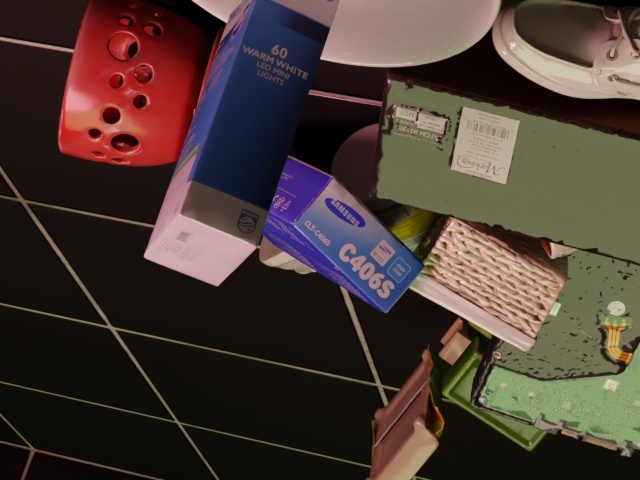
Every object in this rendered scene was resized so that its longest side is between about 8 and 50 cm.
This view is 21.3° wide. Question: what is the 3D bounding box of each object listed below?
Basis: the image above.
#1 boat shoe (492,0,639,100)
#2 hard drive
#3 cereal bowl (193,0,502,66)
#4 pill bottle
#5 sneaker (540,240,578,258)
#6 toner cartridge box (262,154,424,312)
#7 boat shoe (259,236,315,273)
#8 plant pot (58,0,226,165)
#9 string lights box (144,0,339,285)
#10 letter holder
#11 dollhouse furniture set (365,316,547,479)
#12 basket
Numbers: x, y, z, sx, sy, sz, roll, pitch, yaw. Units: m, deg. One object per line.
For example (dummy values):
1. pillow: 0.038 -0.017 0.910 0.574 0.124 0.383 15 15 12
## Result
1. boat shoe: 0.305 -0.187 1.636 0.277 0.098 0.096 12 159 -12
2. hard drive: 0.348 0.105 2.111 0.237 0.064 0.339 18 126 -1
3. cereal bowl: 0.014 -0.300 1.517 0.339 0.141 0.339 15 158 6
4. pill bottle: 0.105 -0.044 2.075 0.117 0.117 0.208 3 154 31
5. sneaker: 0.320 -0.025 1.935 0.290 0.123 0.106 15 172 4
6. toner cartridge box: -0.023 -0.032 2.032 0.165 0.075 0.348 43 174 -27
7. boat shoe: 0.000 0.001 2.326 0.081 0.079 0.227 18 164 -26
8. plant pot: -0.190 -0.169 1.908 0.174 0.191 0.191 16 158 -2
9. string lights box: -0.069 -0.104 1.507 0.077 0.260 0.133 23 158 -12
10. letter holder: 0.231 -0.123 1.796 0.302 0.214 0.152 15 126 11
11. dollhouse furniture set: 0.203 0.238 2.375 0.151 0.197 0.301 31 119 -9
12. basket: 0.197 0.032 1.980 0.167 0.103 0.113 29 -159 -3
